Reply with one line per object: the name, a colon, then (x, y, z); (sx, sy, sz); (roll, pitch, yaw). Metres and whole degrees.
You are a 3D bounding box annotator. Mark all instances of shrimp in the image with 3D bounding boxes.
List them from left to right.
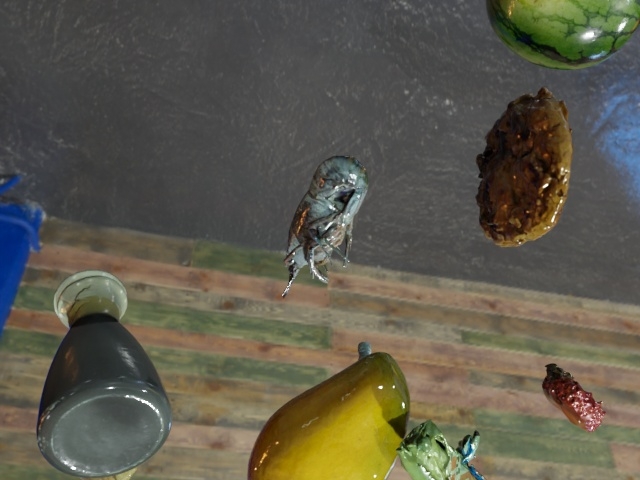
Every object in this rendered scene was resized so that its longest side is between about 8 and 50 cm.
shrimp: (0.000, -0.002, 1.361); (0.137, 0.172, 0.372); (13, 118, -3)

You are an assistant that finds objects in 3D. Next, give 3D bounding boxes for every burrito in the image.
burrito: (0.185, 0.305, 0.849); (0.054, 0.104, 0.288); (9, 148, 47)

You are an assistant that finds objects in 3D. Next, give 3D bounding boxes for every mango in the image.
mango: (0.010, 0.274, 0.862); (0.176, 0.119, 0.317); (33, 107, -10)

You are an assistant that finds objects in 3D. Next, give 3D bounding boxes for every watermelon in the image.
watermelon: (0.251, -0.225, 0.619); (0.187, 0.141, 0.141); (24, 141, 5)

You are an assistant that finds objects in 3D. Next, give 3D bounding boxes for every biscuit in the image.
biscuit: (0.372, -0.134, 1.253); (0.081, 0.290, 0.334); (4, 161, -9)

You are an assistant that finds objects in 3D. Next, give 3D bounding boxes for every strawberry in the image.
strawberry: (0.379, 0.247, 0.990); (0.048, 0.104, 0.152); (-40, 119, -8)

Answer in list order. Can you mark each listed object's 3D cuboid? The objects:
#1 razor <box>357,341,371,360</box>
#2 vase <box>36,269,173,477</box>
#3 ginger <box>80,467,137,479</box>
razor: (0.081, 0.263, 1.115); (0.106, 0.232, 0.068); (2, 125, 1)
vase: (-0.331, 0.175, 0.981); (0.173, 0.321, 0.173); (-11, 124, -17)
ginger: (-0.410, 0.354, 1.217); (0.138, 0.267, 0.152); (13, 112, -49)
